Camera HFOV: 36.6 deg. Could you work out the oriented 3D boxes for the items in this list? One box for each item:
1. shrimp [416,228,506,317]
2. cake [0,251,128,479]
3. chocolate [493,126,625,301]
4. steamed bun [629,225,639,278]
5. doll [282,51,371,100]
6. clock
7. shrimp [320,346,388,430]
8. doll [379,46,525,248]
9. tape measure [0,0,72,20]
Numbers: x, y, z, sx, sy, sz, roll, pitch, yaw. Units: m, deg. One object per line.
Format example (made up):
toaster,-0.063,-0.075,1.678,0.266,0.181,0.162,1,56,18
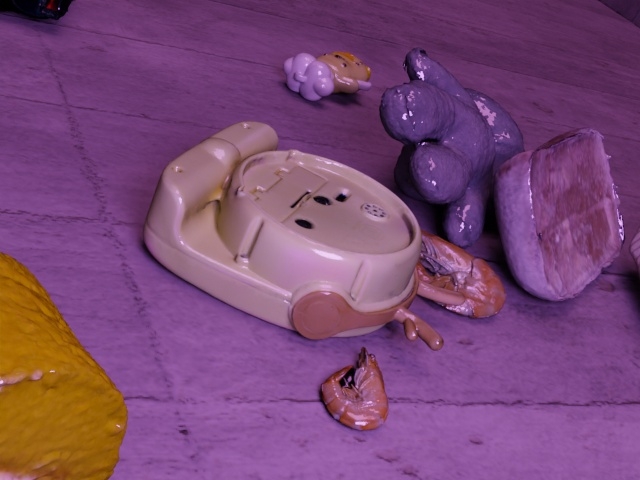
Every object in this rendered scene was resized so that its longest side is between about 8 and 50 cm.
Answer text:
shrimp,0.124,0.030,1.073,0.180,0.041,0.099,39,46,26
cake,-0.241,0.101,0.499,0.260,0.179,0.156,-8,39,-46
chocolate,0.286,-0.036,1.188,0.100,0.185,0.303,-3,10,31
steamed bun,0.541,0.049,1.124,0.236,0.247,0.383,29,20,-11
doll,0.011,-0.250,1.453,0.106,0.062,0.162,31,29,24
clock,0.000,0.000,0.956,0.308,0.096,0.235,28,27,8
shrimp,0.028,0.125,0.836,0.059,0.023,0.108,8,29,-9
doll,0.138,-0.108,1.180,0.340,0.158,0.246,-19,88,-60
tape measure,-0.425,-0.392,1.297,0.223,0.135,0.202,11,38,-11
